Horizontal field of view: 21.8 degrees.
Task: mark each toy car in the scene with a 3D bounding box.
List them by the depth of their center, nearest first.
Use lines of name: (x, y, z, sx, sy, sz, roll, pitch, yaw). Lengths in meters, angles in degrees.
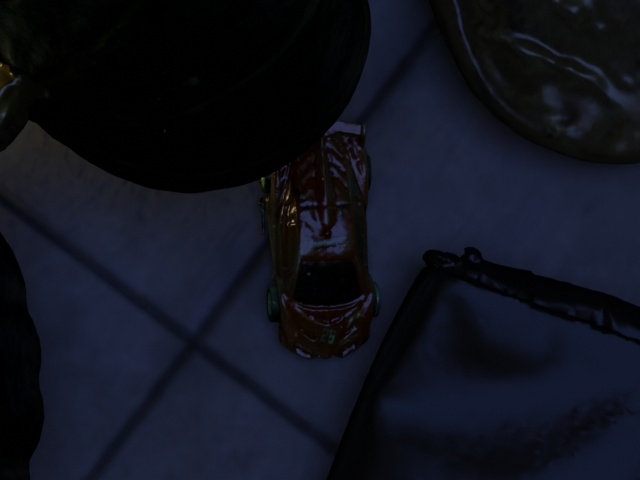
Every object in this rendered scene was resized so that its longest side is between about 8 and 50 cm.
toy car: (0.000, 0.000, 0.855, 0.059, 0.035, 0.122, -2, 84, -12)

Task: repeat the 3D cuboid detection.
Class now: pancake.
pancake: (0.160, -0.159, 0.886, 0.242, 0.050, 0.242, 0, 88, -16)

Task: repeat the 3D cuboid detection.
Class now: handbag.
handbag: (0.112, 0.147, 0.840, 0.223, 0.080, 0.247, 21, 85, 2)

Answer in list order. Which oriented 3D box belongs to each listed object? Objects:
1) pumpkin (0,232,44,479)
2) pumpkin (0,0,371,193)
pumpkin: (-0.268, 0.053, 0.695, 0.296, 0.296, 0.295, 1, 85, -8)
pumpkin: (-0.097, -0.124, 0.750, 0.250, 0.250, 0.216, 34, 83, -4)
